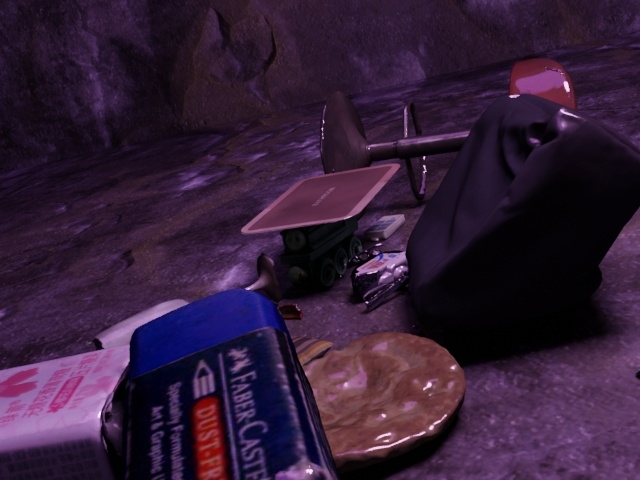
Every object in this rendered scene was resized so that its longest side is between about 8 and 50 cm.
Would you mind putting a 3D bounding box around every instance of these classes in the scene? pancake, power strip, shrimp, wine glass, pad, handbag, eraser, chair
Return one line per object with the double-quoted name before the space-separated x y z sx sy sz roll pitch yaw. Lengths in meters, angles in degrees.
"pancake" 0.018 0.158 0.840 0.236 0.042 0.222 -26 24 -29
"power strip" 0.102 -0.021 1.439 0.040 0.016 0.090 -5 18 30
"shrimp" -0.059 0.104 1.124 0.091 0.025 0.127 -17 13 -17
"wine glass" -0.172 0.098 1.169 0.262 0.074 0.074 -24 18 -27
"pad" 0.006 -0.063 1.294 0.176 0.002 0.266 -8 17 23
"handbag" 0.223 -0.016 1.002 0.178 0.275 0.302 29 13 -4
"eraser" -0.073 0.154 0.723 0.155 0.102 0.332 -22 26 -1
"chair" 0.221 -0.160 1.453 0.401 0.227 0.226 -6 17 23

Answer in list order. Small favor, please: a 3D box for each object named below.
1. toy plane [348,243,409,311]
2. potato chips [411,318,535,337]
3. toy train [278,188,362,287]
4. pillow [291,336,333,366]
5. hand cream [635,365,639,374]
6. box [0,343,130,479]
"toy plane" 0.105 0.034 1.194 0.197 0.053 0.078 -26 28 -35
"potato chips" 0.205 0.073 1.013 0.209 0.026 0.142 -12 18 9
"toy train" 0.000 0.000 1.281 0.071 0.111 0.170 -6 15 30
"pillow" -0.096 0.135 1.023 0.203 0.038 0.113 -3 19 33
"hand cream" 0.375 0.096 0.724 0.075 0.052 0.248 -23 18 -31
"box" -0.338 0.199 0.873 0.369 0.112 0.190 -13 17 5
